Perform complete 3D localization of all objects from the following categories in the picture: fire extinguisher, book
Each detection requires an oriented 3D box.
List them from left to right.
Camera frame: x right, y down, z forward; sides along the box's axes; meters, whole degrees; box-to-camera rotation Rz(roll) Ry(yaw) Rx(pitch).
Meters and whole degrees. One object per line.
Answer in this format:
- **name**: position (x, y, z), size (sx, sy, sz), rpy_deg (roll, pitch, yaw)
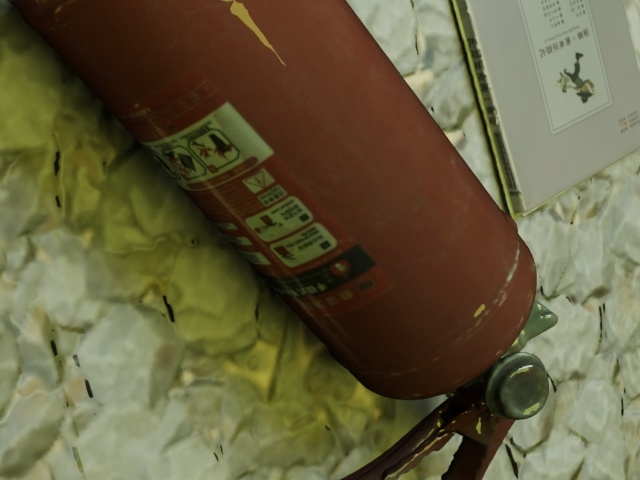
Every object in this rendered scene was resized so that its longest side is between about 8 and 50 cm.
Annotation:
- **fire extinguisher**: position (0.000, 0.000, 0.510), size (0.147, 0.106, 0.337), rpy_deg (-40, 117, -1)
- **book**: position (0.129, -0.119, 0.647), size (0.127, 0.014, 0.181), rpy_deg (-27, 107, -33)
